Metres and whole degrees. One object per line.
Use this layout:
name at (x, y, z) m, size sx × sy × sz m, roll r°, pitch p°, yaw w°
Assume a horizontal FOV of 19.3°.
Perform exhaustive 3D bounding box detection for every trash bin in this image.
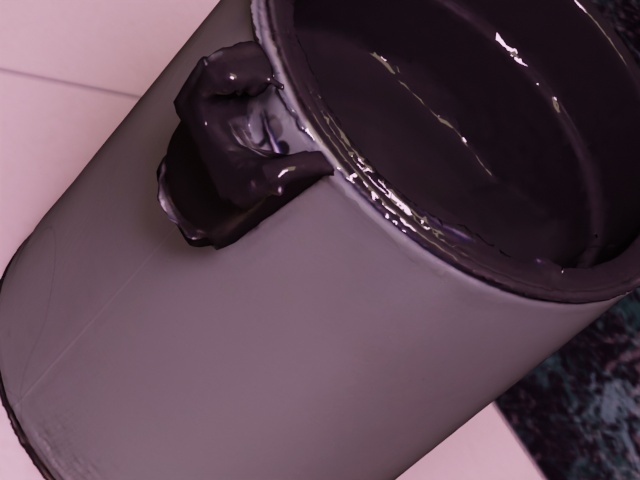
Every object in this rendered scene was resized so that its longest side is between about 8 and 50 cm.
trash bin at (0.000, 0.000, 0.867) m, size 0.277 × 0.262 × 0.217 m, roll -8°, pitch 63°, yaw -43°
